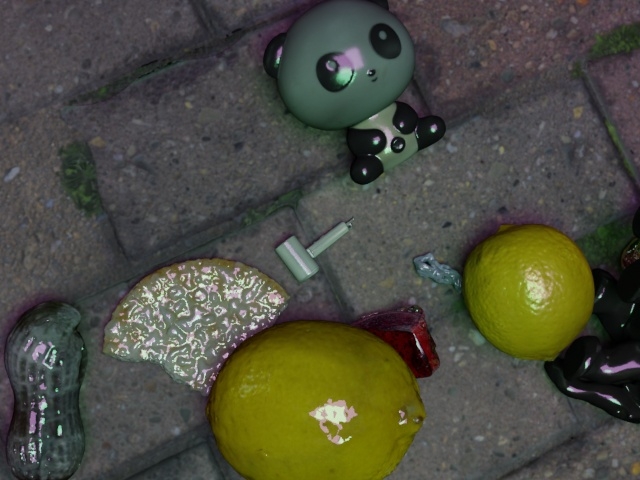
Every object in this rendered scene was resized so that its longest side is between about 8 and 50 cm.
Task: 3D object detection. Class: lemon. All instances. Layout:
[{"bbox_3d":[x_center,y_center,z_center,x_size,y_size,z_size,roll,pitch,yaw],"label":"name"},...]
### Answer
[{"bbox_3d":[0.289,0.072,1.151,0.178,0.178,0.203,-21,91,-9],"label":"lemon"},{"bbox_3d":[-0.009,0.215,1.067,0.263,0.236,0.236,22,83,3],"label":"lemon"}]

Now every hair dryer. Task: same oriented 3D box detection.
[{"bbox_3d":[0.000,0.000,1.187,0.124,0.038,0.063,-38,91,-15],"label":"hair dryer"}]

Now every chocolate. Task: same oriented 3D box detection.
[{"bbox_3d":[-0.360,0.202,1.083,0.110,0.110,0.248,1,84,-8],"label":"chocolate"}]

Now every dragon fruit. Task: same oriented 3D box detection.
[{"bbox_3d":[0.108,0.140,1.165,0.096,0.147,0.102,-41,116,-46],"label":"dragon fruit"}]

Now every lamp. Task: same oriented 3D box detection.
[{"bbox_3d":[0.049,-0.211,1.141,0.198,0.198,0.244,-33,99,-9],"label":"lamp"}]

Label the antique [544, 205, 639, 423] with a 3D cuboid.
[{"bbox_3d":[0.497,0.129,1.159,0.255,0.185,0.322,27,112,-10],"label":"antique"}]

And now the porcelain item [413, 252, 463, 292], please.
[{"bbox_3d":[0.173,0.047,1.211,0.083,0.028,0.036,28,66,-4],"label":"porcelain item"}]

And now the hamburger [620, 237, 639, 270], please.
[{"bbox_3d":[0.497,0.034,1.249,0.076,0.044,0.083,-44,95,-11],"label":"hamburger"}]

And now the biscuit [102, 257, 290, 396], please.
[{"bbox_3d":[-0.169,0.120,1.150,0.265,0.040,0.188,-11,87,-8],"label":"biscuit"}]
